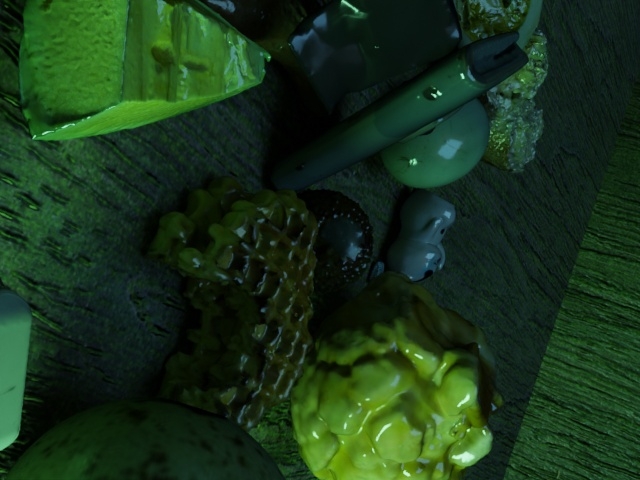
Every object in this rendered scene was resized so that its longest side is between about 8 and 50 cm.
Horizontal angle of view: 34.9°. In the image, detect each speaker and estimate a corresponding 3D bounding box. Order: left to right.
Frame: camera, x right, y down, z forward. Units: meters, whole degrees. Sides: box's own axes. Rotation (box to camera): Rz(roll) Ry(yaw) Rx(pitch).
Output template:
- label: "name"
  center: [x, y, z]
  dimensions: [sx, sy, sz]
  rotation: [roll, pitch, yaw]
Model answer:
- label: "speaker"
  center: [0.054, -0.369, 1.302]
  dimensions: [0.180, 0.184, 0.388]
  rotation: [56, 23, -49]

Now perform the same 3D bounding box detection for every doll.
- label: "doll"
  center: [0.186, -0.004, 1.874]
  dimensions: [0.110, 0.107, 0.180]
  rotation: [43, 64, -82]

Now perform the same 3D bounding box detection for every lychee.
- label: "lychee"
  center: [0.000, 0.000, 1.483]
  dimensions: [0.171, 0.171, 0.171]
  rotation: [-39, 138, -48]

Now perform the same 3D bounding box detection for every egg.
- label: "egg"
  center: [-0.184, 0.357, 1.120]
  dimensions: [0.345, 0.345, 0.428]
  rotation: [-62, 160, -22]
- label: "egg"
  center: [0.192, -0.176, 1.723]
  dimensions: [0.231, 0.168, 0.168]
  rotation: [-34, 134, -45]

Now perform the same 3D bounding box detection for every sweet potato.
- label: "sweet potato"
  center: [-0.042, -0.267, 1.312]
  dimensions: [0.114, 0.092, 0.341]
  rotation: [-55, 151, 1]

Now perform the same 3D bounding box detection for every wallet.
- label: "wallet"
  center: [0.114, -0.177, 1.428]
  dimensions: [0.252, 0.360, 0.083]
  rotation: [-30, 93, -54]

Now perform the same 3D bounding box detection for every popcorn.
- label: "popcorn"
  center: [0.112, 0.252, 1.666]
  dimensions: [0.354, 0.344, 0.390]
  rotation: [-5, 143, -20]

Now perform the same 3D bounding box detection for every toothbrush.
- label: "toothbrush"
  center: [0.065, 0.164, 1.837]
  dimensions: [0.027, 0.021, 0.269]
  rotation: [26, 81, -50]

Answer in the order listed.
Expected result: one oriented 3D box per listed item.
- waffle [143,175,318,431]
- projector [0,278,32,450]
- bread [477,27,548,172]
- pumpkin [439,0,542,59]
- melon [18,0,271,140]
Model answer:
- label: "waffle"
  center: [-0.112, 0.089, 1.325]
  dimensions: [0.261, 0.151, 0.324]
  rotation: [-28, 130, -50]
- label: "projector"
  center: [-0.363, 0.101, 0.817]
  dimensions: [0.242, 0.177, 0.163]
  rotation: [-16, 121, -58]
- label: "bread"
  center: [0.308, -0.271, 1.859]
  dimensions: [0.171, 0.192, 0.314]
  rotation: [-48, 153, -33]
- label: "pumpkin"
  center: [0.195, -0.404, 1.578]
  dimensions: [0.293, 0.197, 0.263]
  rotation: [-29, 117, -46]
- label: "melon"
  center: [-0.176, -0.191, 1.069]
  dimensions: [0.323, 0.124, 0.196]
  rotation: [-8, 113, -67]
